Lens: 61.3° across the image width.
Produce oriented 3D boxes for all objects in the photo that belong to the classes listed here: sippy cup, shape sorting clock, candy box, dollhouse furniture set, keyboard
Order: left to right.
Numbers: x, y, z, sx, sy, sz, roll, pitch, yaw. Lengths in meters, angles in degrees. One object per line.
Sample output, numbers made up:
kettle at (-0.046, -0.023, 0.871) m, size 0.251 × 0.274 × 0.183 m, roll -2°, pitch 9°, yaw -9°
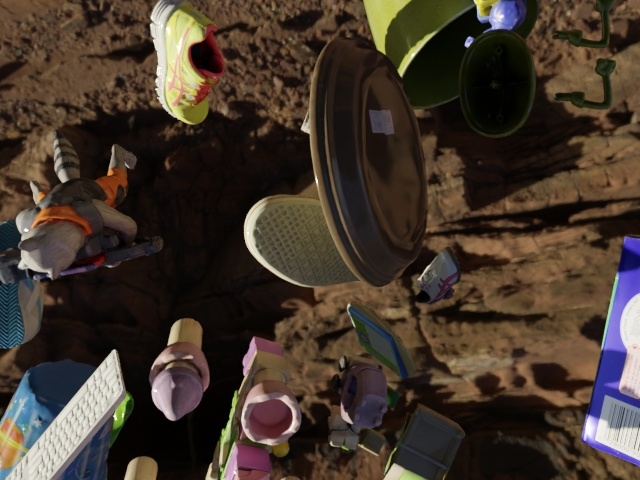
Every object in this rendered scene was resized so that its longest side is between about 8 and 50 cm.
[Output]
keyboard at (-0.305, 0.239, 0.616) m, size 0.256 × 0.072 × 0.014 m, roll -49°, pitch 135°, yaw 7°
sippy cup at (-0.493, 0.357, 1.011) m, size 0.240 × 0.224 × 0.305 m, roll 20°, pitch -169°, yaw -14°
shape sorting clock at (0.132, 0.214, 1.177) m, size 0.040 × 0.206 × 0.206 m, roll -35°, pitch 164°, yaw -20°
dollhouse furniture set at (0.199, 0.507, 1.426) m, size 0.301 × 0.198 × 0.151 m, roll 30°, pitch 171°, yaw -5°
candy box at (0.487, 0.127, 0.713) m, size 0.317 × 0.268 × 0.122 m, roll -1°, pitch -167°, yaw -42°

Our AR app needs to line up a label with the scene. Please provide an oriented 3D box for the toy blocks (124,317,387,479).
toy blocks at (-0.077, 0.286, 0.640) m, size 0.309 × 0.289 × 0.260 m, roll 17°, pitch -168°, yaw -14°

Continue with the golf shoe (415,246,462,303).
golf shoe at (0.259, 0.087, 1.199) m, size 0.086 × 0.067 × 0.186 m, roll -17°, pitch 143°, yaw -12°

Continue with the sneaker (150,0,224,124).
sneaker at (-0.182, -0.241, 0.781) m, size 0.094 × 0.081 × 0.208 m, roll 26°, pitch 150°, yaw 12°

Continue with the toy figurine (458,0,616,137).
toy figurine at (0.264, -0.330, 0.705) m, size 0.191 × 0.363 × 0.217 m, roll -6°, pitch -168°, yaw 20°

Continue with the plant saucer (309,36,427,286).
plant saucer at (0.068, -0.087, 0.601) m, size 0.041 × 0.278 × 0.278 m, roll -7°, pitch 156°, yaw 27°

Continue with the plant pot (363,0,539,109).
plant pot at (0.188, -0.440, 0.974) m, size 0.274 × 0.293 × 0.275 m, roll -25°, pitch 163°, yaw -8°

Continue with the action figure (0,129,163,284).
action figure at (-0.448, -0.042, 0.880) m, size 0.341 × 0.330 × 0.178 m, roll -15°, pitch 122°, yaw -12°

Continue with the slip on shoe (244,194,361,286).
slip on shoe at (0.000, 0.000, 0.799) m, size 0.101 × 0.123 × 0.331 m, roll 26°, pitch -171°, yaw 35°

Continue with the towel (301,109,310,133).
towel at (0.081, -0.399, 1.521) m, size 0.187 × 0.282 × 0.049 m, roll 23°, pitch 170°, yaw -6°

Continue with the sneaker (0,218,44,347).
sneaker at (-0.558, 0.076, 0.989) m, size 0.087 × 0.229 × 0.092 m, roll 2°, pitch 179°, yaw -4°

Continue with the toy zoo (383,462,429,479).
toy zoo at (0.111, 0.279, 0.329) m, size 0.293 × 0.192 × 0.030 m, roll 7°, pitch 138°, yaw 49°
